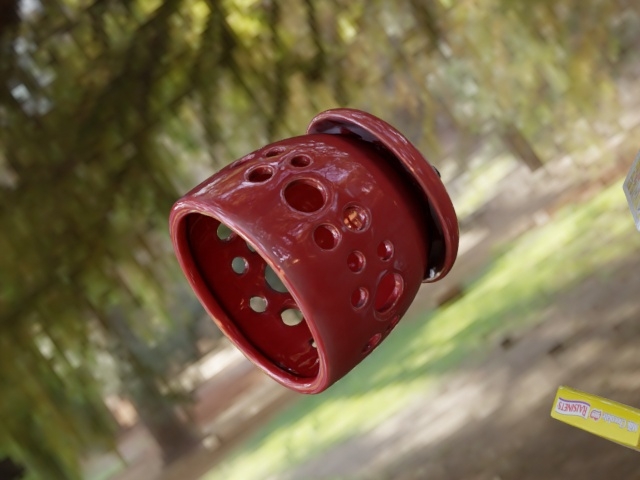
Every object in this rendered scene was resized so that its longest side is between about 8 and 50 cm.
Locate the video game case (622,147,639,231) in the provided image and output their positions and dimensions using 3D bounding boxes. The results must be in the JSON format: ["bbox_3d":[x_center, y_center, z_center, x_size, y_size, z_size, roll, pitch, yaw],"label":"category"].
[{"bbox_3d":[0.278,-0.112,1.335,0.227,0.026,0.206,-55,-11,-79],"label":"video game case"}]

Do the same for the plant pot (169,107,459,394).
[{"bbox_3d":[0.000,0.000,1.465,0.174,0.191,0.191,-39,0,-26],"label":"plant pot"}]

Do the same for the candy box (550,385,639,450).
[{"bbox_3d":[0.261,0.144,1.195,0.105,0.206,0.027,8,78,66],"label":"candy box"}]
